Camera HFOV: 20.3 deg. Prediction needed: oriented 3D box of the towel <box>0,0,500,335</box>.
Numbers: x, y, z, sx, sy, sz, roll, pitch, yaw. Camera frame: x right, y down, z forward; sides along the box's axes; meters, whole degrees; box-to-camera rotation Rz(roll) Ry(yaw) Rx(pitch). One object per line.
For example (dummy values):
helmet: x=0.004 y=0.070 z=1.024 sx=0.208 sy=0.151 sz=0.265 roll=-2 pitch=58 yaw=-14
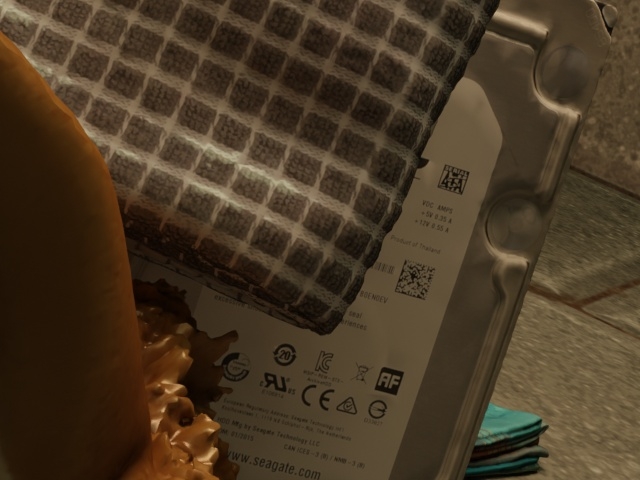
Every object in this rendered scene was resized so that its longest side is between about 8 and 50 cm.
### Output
towel: x=-0.070 y=-0.116 z=0.810 sx=0.283 sy=0.235 sz=0.121 roll=26 pitch=-6 yaw=-2

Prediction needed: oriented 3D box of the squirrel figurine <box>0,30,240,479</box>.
squirrel figurine: x=-0.211 y=0.063 z=0.703 sx=0.397 sy=0.281 sz=0.370 roll=39 pitch=-13 yaw=-32

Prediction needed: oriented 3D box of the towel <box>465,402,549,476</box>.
towel: x=-0.046 y=0.068 z=1.267 sx=0.370 sy=0.040 sz=0.271 roll=30 pitch=16 yaw=33

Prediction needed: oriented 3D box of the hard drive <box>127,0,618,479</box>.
hard drive: x=0.000 y=0.000 z=0.957 sx=0.236 sy=0.339 sz=0.064 roll=16 pitch=6 yaw=-21
